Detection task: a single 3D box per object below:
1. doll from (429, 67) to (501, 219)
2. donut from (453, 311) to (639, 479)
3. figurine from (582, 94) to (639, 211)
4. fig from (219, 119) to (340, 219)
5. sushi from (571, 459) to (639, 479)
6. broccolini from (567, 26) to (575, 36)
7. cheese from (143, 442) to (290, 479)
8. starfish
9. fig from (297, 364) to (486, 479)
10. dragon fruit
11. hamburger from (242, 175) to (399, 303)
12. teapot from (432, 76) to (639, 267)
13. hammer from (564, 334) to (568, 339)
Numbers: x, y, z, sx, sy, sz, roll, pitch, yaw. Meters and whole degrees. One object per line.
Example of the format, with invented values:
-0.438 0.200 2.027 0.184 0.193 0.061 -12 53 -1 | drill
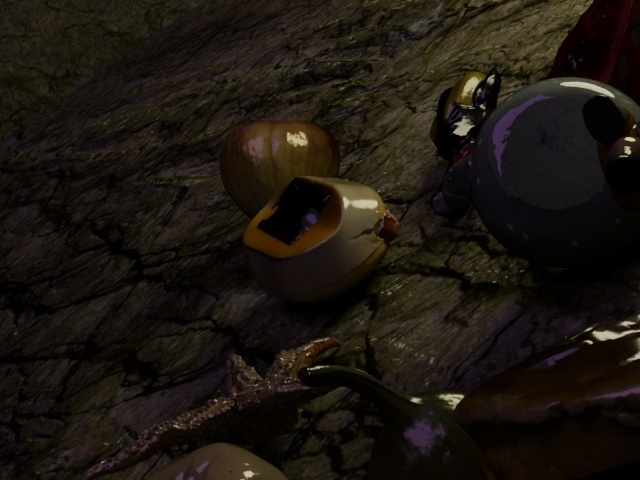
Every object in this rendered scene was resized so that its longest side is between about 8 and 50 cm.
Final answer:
0.176 -0.128 2.039 0.127 0.088 0.248 -25 28 28 | doll
0.268 0.120 1.209 0.330 0.160 0.330 -18 6 2 | donut
0.378 -0.105 1.543 0.257 0.167 0.192 -20 25 15 | figurine
-0.059 -0.074 2.212 0.160 0.143 0.230 4 29 4 | fig
0.143 0.300 1.039 0.215 0.212 0.227 -21 28 18 | sushi
0.375 -0.270 2.070 0.194 0.052 0.054 -21 30 34 | broccolini
-0.122 0.297 1.582 0.235 0.117 0.218 -41 23 -1 | cheese
-0.090 0.181 1.778 0.301 0.084 0.293 -26 5 1 | starfish
0.072 0.163 1.381 0.149 0.245 0.149 -36 24 19 | fig
0.334 -0.162 1.831 0.262 0.134 0.211 124 163 -53 | dragon fruit
0.000 0.000 2.024 0.173 0.116 0.210 -51 28 -12 | hamburger
0.247 -0.065 1.689 0.294 0.129 0.193 -6 71 13 | teapot
0.315 0.061 1.492 0.226 0.041 0.159 -46 24 -20 | hammer
